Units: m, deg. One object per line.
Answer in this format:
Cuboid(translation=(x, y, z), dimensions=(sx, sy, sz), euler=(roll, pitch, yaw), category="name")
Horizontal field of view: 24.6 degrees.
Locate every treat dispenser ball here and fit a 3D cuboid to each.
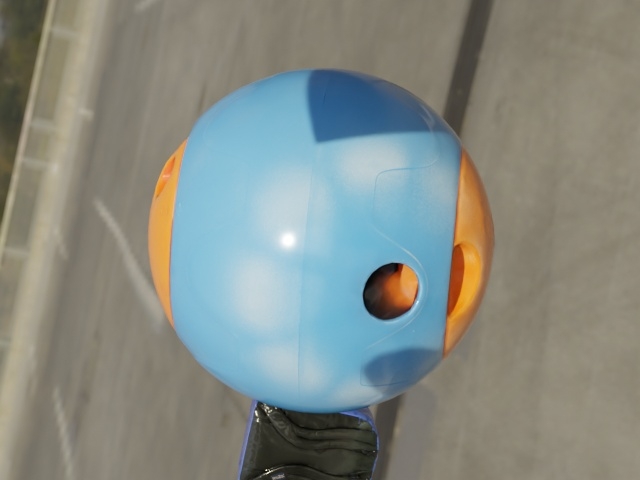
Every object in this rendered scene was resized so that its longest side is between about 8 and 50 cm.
Cuboid(translation=(0.000, 0.000, 1.225), dimensions=(0.288, 0.288, 0.288), euler=(-168, 90, -78), category="treat dispenser ball")

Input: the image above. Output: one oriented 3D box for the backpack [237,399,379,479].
Cuboid(translation=(-0.008, 0.178, 1.334), dimensions=(0.101, 0.120, 0.098), euler=(-93, 15, -74), category="backpack")
